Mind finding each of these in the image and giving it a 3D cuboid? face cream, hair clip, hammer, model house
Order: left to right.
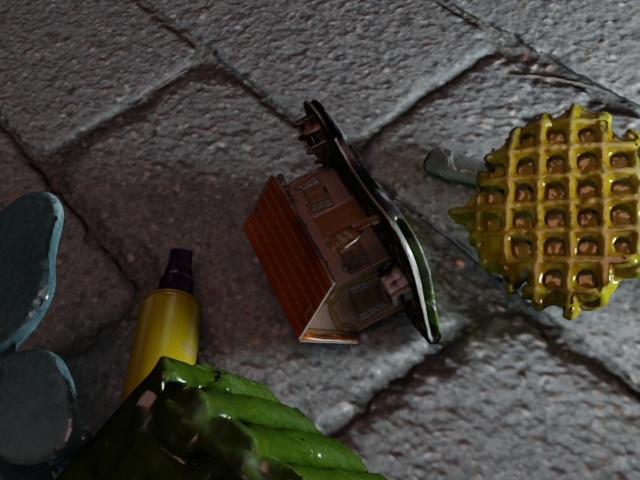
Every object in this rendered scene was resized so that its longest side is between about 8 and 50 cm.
[{"bbox_3d":[-0.370,0.193,0.855,0.392,0.238,0.318,-31,54,-11],"label":"hair clip"},{"bbox_3d":[-0.185,0.123,0.968,0.078,0.078,0.273,-4,53,10],"label":"face cream"},{"bbox_3d":[0.000,0.000,0.942,0.154,0.207,0.294,-27,52,-4],"label":"model house"},{"bbox_3d":[0.319,-0.041,1.003,0.427,0.044,0.152,18,58,25],"label":"hammer"}]

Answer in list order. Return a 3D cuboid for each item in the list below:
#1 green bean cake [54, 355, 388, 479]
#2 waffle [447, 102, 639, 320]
[{"bbox_3d":[-0.093,0.299,0.669,0.335,0.218,0.319,31,89,37],"label":"green bean cake"},{"bbox_3d":[0.291,-0.041,0.956,0.245,0.052,0.254,-40,57,3],"label":"waffle"}]
